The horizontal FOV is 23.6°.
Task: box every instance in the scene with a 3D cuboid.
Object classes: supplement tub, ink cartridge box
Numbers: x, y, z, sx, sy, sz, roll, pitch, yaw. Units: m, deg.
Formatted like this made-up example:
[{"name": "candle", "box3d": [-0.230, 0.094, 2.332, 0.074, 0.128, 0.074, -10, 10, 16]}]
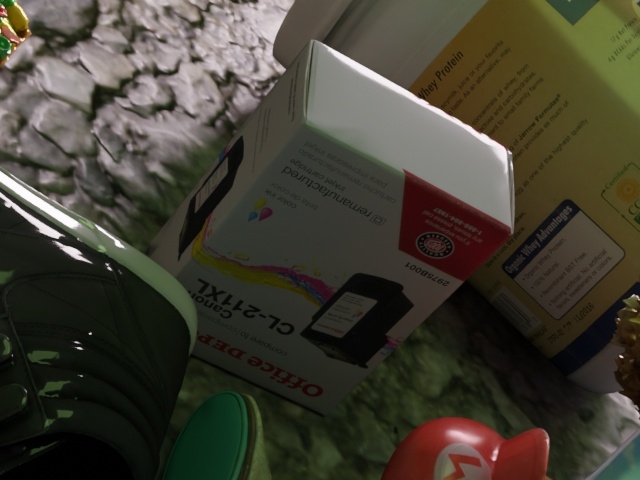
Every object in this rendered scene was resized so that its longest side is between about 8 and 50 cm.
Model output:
[{"name": "supplement tub", "box3d": [0.146, -0.081, 0.994, 0.316, 0.228, 0.228, 44, 34, 5]}, {"name": "ink cartridge box", "box3d": [0.000, 0.000, 0.808, 0.127, 0.175, 0.072, 26, 39, -19]}]

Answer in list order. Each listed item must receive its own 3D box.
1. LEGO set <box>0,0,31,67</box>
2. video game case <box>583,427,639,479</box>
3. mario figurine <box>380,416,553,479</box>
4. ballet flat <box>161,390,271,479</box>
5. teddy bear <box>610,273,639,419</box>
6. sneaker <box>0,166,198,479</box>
[{"name": "LEGO set", "box3d": [-0.222, -0.094, 0.759, 0.287, 0.107, 0.132, -15, 62, -51]}, {"name": "video game case", "box3d": [0.149, 0.182, 0.546, 0.193, 0.023, 0.212, -34, 77, -34]}, {"name": "mario figurine", "box3d": [0.166, 0.187, 0.753, 0.320, 0.170, 0.198, 36, 3, -19]}, {"name": "ballet flat", "box3d": [-0.050, 0.145, 0.718, 0.052, 0.057, 0.168, 55, 29, -32]}, {"name": "teddy bear", "box3d": [0.203, 0.161, 0.660, 0.245, 0.113, 0.338, 43, 48, -17]}, {"name": "sneaker", "box3d": [-0.180, 0.031, 0.659, 0.296, 0.104, 0.147, 28, 30, -25]}]
